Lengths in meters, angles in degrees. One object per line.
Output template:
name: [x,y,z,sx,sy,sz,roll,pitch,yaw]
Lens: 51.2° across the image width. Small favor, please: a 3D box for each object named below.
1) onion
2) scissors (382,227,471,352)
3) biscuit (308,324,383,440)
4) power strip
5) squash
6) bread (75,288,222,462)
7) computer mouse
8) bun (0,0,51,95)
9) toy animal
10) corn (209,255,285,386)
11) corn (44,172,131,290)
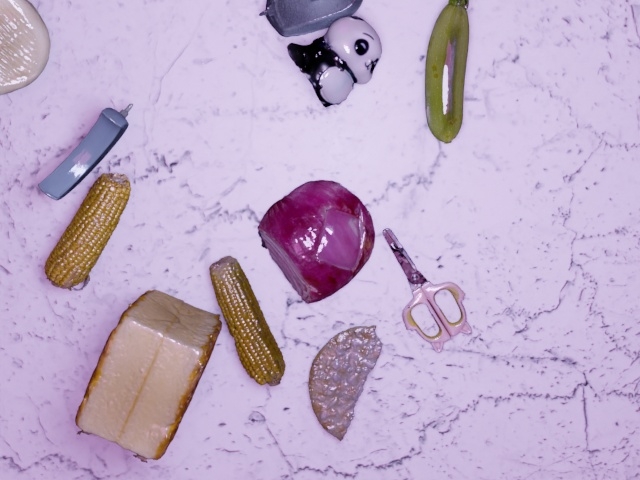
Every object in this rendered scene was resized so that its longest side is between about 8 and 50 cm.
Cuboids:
onion: [0.000,0.000,1.479,0.247,0.111,0.250,-34,97,7]
scissors: [0.230,0.107,1.540,0.160,0.024,0.318,-32,98,5]
biscuit: [0.044,0.316,1.567,0.141,0.038,0.290,22,97,-3]
power strip: [-0.484,-0.195,1.409,0.054,0.167,0.253,41,93,-14]
squash: [0.269,-0.379,1.427,0.094,0.094,0.341,2,102,-1]
bread: [-0.357,0.272,1.436,0.207,0.279,0.279,23,102,-3]
computer mouse: [-0.016,-0.500,1.414,0.228,0.068,0.113,-11,92,11]
bun: [-0.685,-0.423,1.388,0.229,0.145,0.229,-15,119,-28]
toy animal: [0.041,-0.383,1.389,0.179,0.166,0.138,-33,62,5]
corn: [-0.166,0.190,1.520,0.097,0.097,0.320,-21,97,3]
corn: [-0.508,-0.019,1.473,0.106,0.106,0.293,32,99,-6]
